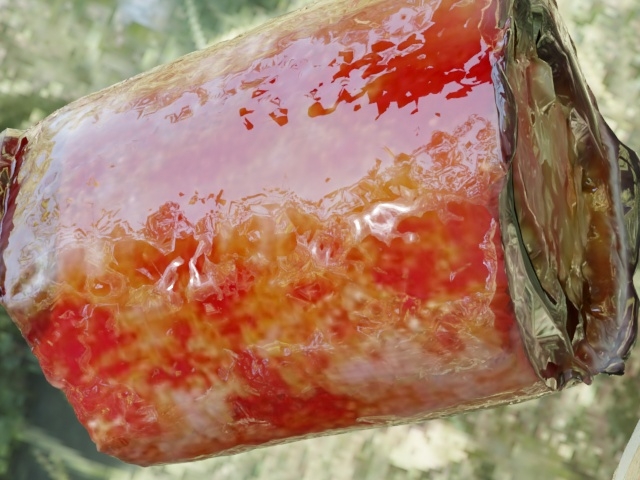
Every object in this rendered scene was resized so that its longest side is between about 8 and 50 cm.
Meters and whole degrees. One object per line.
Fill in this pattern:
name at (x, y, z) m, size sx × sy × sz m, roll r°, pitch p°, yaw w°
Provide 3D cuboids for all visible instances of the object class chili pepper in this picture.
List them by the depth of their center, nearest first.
chili pepper at (0.000, 0.000, 0.887) m, size 0.305 × 0.229 × 0.251 m, roll -20°, pitch 50°, yaw 22°

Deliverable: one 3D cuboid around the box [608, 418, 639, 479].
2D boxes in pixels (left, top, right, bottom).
box at (0.130, 0.076, 0.603) m, size 0.139 × 0.035 × 0.245 m, roll -60°, pitch -9°, yaw -61°
